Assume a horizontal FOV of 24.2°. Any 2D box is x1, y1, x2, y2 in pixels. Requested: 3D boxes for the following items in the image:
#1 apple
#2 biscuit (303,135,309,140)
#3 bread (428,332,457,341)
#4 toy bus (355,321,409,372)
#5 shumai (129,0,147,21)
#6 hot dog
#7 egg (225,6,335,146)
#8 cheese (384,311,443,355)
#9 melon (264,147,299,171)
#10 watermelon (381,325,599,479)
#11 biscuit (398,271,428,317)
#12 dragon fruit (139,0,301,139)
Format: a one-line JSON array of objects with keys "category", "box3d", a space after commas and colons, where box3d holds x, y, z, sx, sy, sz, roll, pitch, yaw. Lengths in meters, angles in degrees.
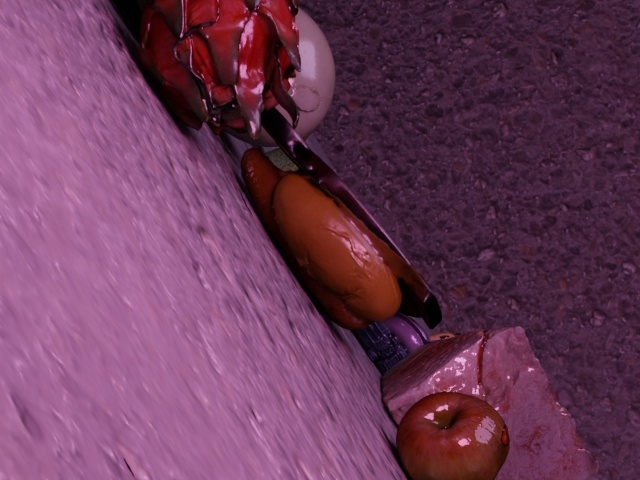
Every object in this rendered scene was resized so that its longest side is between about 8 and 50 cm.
[{"category": "apple", "box3d": [0.144, 0.228, 1.654, 0.126, 0.126, 0.102, -117, -170, -54]}, {"category": "biscuit", "box3d": [-0.121, -0.269, 2.357, 0.296, 0.102, 0.296, 54, 2, -3]}, {"category": "bread", "box3d": [0.187, 0.207, 2.181, 0.149, 0.122, 0.073, 58, 8, 20]}, {"category": "toy bus", "box3d": [0.061, 0.107, 2.027, 0.166, 0.047, 0.065, 55, 1, -16]}, {"category": "shumai", "box3d": [-0.151, -0.342, 1.867, 0.272, 0.204, 0.222, 58, -4, 46]}, {"category": "hot dog", "box3d": [0.001, 0.000, 1.824, 0.326, 0.107, 0.194, 48, -8, 19]}, {"category": "egg", "box3d": [-0.077, -0.229, 1.989, 0.186, 0.187, 0.253, 52, 4, -43]}, {"category": "cheese", "box3d": [0.132, 0.152, 2.086, 0.191, 0.042, 0.105, 19, -53, 45]}, {"category": "melon", "box3d": [-0.014, -0.049, 2.236, 0.118, 0.064, 0.209, 54, 0, 39]}, {"category": "watermelon", "box3d": [0.204, 0.212, 1.885, 0.310, 0.193, 0.231, 59, 4, 33]}, {"category": "biscuit", "box3d": [0.070, 0.043, 2.066, 0.212, 0.036, 0.212, 30, -13, 8]}, {"category": "dragon fruit", "box3d": [-0.107, -0.216, 1.646, 0.193, 0.192, 0.274, 18, 49, -27]}]
